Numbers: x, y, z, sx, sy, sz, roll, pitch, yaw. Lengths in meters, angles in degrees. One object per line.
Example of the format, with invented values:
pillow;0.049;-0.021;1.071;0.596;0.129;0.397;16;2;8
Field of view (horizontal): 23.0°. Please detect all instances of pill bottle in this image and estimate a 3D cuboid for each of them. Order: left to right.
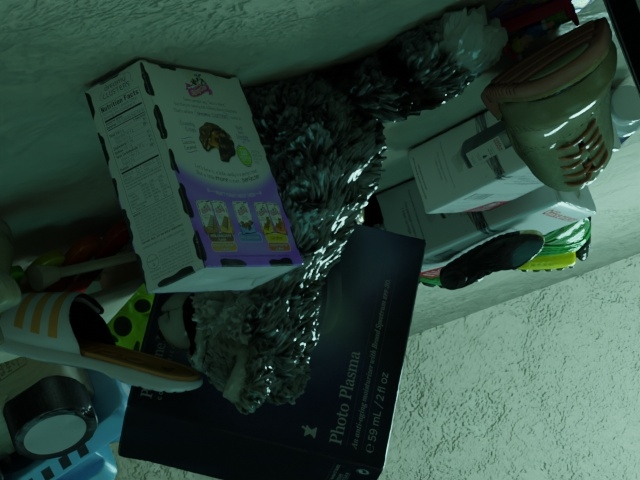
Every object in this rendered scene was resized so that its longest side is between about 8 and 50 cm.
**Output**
pill bottle;0.382;-0.160;2.056;0.067;0.067;0.120;-15;169;-15

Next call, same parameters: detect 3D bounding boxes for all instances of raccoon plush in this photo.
raccoon plush;0.008;-0.013;1.564;0.446;0.299;0.216;-27;166;36

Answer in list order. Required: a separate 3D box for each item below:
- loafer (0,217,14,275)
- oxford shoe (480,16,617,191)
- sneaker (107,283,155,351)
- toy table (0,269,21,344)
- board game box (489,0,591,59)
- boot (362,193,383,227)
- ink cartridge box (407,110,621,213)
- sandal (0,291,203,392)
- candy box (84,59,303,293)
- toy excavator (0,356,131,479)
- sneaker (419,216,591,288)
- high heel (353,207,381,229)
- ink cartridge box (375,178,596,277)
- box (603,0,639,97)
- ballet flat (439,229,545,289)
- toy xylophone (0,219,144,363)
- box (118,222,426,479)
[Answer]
loafer;-0.444;0.054;1.640;0.269;0.092;0.102;-24;139;-7
oxford shoe;0.258;-0.130;1.609;0.140;0.146;0.397;-30;180;6
sneaker;-0.223;0.076;2.213;0.123;0.109;0.295;-55;-174;-39
toy table;-0.409;0.033;1.489;0.274;0.160;0.252;-27;166;35
board game box;0.220;-0.215;1.615;0.133;0.033;0.169;-12;168;-27
boot;0.000;0.000;2.147;0.207;0.094;0.246;-19;164;26
ink cartridge box;0.245;-0.114;1.997;0.218;0.092;0.159;-24;168;36
sandal;-0.243;0.094;1.662;0.265;0.076;0.102;13;-175;11
candy box;-0.113;-0.055;1.428;0.070;0.196;0.165;-25;167;28
toy excavator;-0.289;0.230;2.106;0.433;0.222;0.445;-34;144;6
sneaker;0.250;-0.028;2.432;0.344;0.134;0.146;-10;132;-8
high heel;-0.037;-0.038;1.909;0.186;0.093;0.261;-5;150;11
ink cartridge box;0.229;-0.048;2.235;0.273;0.114;0.197;-22;168;22
box;0.379;-0.209;1.587;0.108;0.153;0.207;-23;167;26
ballet flat;0.236;0.019;2.189;0.173;0.057;0.049;-25;-154;33
toy xylophone;-0.315;0.055;1.835;0.236;0.081;0.323;-41;164;35
box;-0.056;0.125;1.828;0.294;0.296;0.182;13;152;-3
